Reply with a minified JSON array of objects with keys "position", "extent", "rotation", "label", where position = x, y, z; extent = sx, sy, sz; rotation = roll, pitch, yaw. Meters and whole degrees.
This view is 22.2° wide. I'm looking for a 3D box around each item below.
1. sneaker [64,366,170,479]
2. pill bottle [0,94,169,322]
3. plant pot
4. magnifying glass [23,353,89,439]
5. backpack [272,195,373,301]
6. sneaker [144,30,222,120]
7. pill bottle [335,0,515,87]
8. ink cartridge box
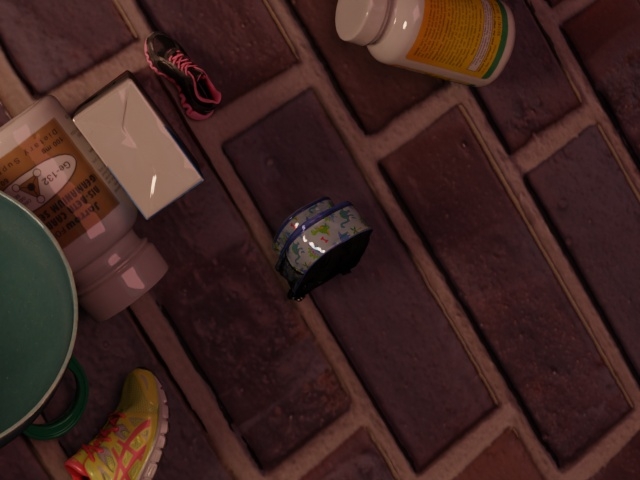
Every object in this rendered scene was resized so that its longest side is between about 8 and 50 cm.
[{"position":[-0.227,0.234,1.766],"extent":[0.094,0.081,0.208],"rotation":[19,73,-24],"label":"sneaker"},{"position":[-0.272,-0.030,1.756],"extent":[0.131,0.131,0.229],"rotation":[-43,103,-28],"label":"pill bottle"},{"position":[-0.388,0.106,1.607],"extent":[0.290,0.195,0.290],"rotation":[4,65,-8],"label":"plant pot"},{"position":[-0.298,0.104,1.728],"extent":[0.092,0.026,0.231],"rotation":[-15,116,-29],"label":"magnifying glass"},{"position":[0.000,0.000,1.917],"extent":[0.105,0.114,0.084],"rotation":[-29,76,-29],"label":"backpack"},{"position":[-0.156,-0.197,1.897],"extent":[0.047,0.057,0.119],"rotation":[-44,102,-26],"label":"sneaker"},{"position":[0.129,-0.268,2.037],"extent":[0.208,0.118,0.117],"rotation":[11,76,-27],"label":"pill bottle"},{"position":[-0.200,-0.110,1.788],"extent":[0.078,0.231,0.134],"rotation":[-36,101,-1],"label":"ink cartridge box"}]
